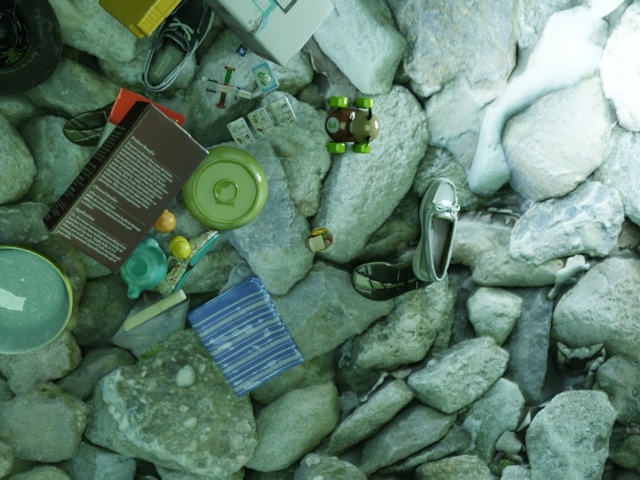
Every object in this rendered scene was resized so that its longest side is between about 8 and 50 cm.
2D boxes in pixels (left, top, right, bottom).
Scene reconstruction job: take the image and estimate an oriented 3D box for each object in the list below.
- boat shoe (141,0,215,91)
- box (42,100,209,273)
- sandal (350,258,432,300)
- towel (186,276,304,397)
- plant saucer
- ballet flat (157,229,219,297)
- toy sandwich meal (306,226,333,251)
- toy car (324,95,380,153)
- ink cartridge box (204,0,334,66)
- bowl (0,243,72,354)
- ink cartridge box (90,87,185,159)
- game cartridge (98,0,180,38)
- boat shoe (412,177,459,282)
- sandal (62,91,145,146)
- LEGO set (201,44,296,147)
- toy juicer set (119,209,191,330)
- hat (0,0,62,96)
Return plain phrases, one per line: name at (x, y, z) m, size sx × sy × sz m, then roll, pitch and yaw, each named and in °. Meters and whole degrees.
boat shoe at (-0.357, -0.511, 1.411) m, size 0.108 × 0.102 × 0.301 m, roll 33°, pitch 95°, yaw -19°
box at (-0.476, -0.135, 1.378) m, size 0.191 × 0.143 × 0.381 m, roll 42°, pitch 82°, yaw -35°
sandal at (0.224, 0.114, 1.738) m, size 0.302 × 0.086 × 0.120 m, roll -5°, pitch 101°, yaw -27°
towel at (-0.221, 0.296, 1.701) m, size 0.243 × 0.040 × 0.336 m, roll -29°, pitch 110°, yaw -4°
plant saucer at (-0.265, -0.141, 1.571) m, size 0.240 × 0.037 × 0.241 m, roll -4°, pitch 107°, yaw -12°
ballet flat at (-0.383, 0.055, 1.576) m, size 0.077 × 0.091 × 0.241 m, roll 37°, pitch 91°, yaw 2°
toy sandwich meal at (0.000, 0.000, 1.676) m, size 0.085 × 0.029 × 0.086 m, roll -3°, pitch 106°, yaw -12°
toy car at (0.101, -0.309, 1.530) m, size 0.148 × 0.188 × 0.155 m, roll -1°, pitch 105°, yaw -13°
ink cartridge box at (-0.149, -0.596, 1.352) m, size 0.197 × 0.198 × 0.270 m, roll -49°, pitch 128°, yaw 2°
bowl at (-0.786, 0.131, 1.459) m, size 0.289 × 0.156 × 0.290 m, roll -4°, pitch 106°, yaw -12°
ink cartridge box at (-0.471, -0.246, 1.456) m, size 0.189 × 0.066 × 0.232 m, roll 21°, pitch 104°, yaw -37°
game cartridge at (-0.359, -0.625, 1.294) m, size 0.324 × 0.285 × 0.052 m, roll -49°, pitch 137°, yaw 4°
boat shoe at (0.359, -0.032, 1.691) m, size 0.118 × 0.103 × 0.321 m, roll 16°, pitch 85°, yaw -22°
sandal at (-0.552, -0.315, 1.446) m, size 0.219 × 0.060 × 0.090 m, roll -38°, pitch 125°, yaw -16°
LEGO set at (-0.196, -0.393, 1.506) m, size 0.182 × 0.060 × 0.244 m, roll -24°, pitch 123°, yaw 7°
toy juicer set at (-0.449, 0.065, 1.531) m, size 0.209 × 0.089 × 0.329 m, roll -8°, pitch 93°, yaw -1°
hat at (-0.770, -0.510, 1.298) m, size 0.331 × 0.134 × 0.331 m, roll -10°, pitch 126°, yaw -14°
